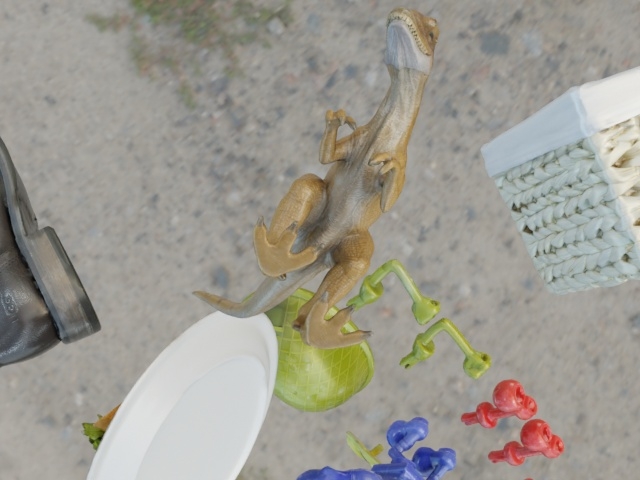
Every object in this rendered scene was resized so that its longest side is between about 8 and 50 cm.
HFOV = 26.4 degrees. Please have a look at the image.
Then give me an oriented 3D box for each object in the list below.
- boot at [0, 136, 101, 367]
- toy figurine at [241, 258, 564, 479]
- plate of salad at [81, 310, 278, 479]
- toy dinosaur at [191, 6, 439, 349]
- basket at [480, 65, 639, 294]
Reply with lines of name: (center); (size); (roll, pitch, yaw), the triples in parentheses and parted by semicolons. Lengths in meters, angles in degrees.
boot: (-0.302, 0.031, 0.968); (0.263, 0.229, 0.091); (52, 164, 36)
toy figurine: (0.062, 0.217, 1.052); (0.191, 0.217, 0.362); (-16, 127, 37)
plate of salad: (-0.096, 0.129, 0.892); (0.048, 0.200, 0.200); (26, 125, 25)
toy dinosaur: (0.000, 0.000, 0.587); (0.064, 0.112, 0.211); (33, 124, -7)
basket: (0.175, -0.035, 0.751); (0.113, 0.167, 0.103); (-19, 87, -11)
